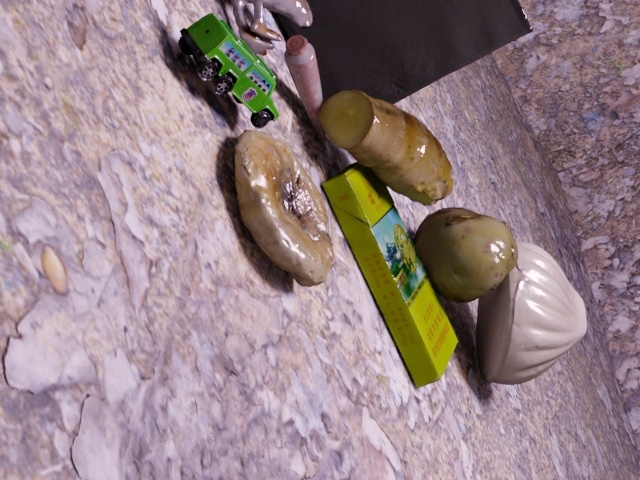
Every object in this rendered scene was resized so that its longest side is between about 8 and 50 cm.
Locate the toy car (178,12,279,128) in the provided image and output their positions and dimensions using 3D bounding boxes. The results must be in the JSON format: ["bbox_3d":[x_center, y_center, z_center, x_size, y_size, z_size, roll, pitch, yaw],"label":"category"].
[{"bbox_3d":[-0.101,-0.202,1.303,0.165,0.062,0.071,40,12,-51],"label":"toy car"}]

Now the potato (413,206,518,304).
[{"bbox_3d":[0.234,0.022,1.815,0.165,0.165,0.262,64,-5,-10],"label":"potato"}]

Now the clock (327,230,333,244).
[{"bbox_3d":[0.000,0.000,1.453,0.074,0.010,0.083,34,38,-58],"label":"clock"}]

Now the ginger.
[{"bbox_3d":[0.108,-0.142,1.638,0.263,0.109,0.116,28,84,-46],"label":"ginger"}]

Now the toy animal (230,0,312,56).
[{"bbox_3d":[-0.109,-0.407,1.460,0.284,0.225,0.302,2,77,-49],"label":"toy animal"}]

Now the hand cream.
[{"bbox_3d":[-0.015,-0.216,1.572,0.209,0.043,0.067,70,5,-58],"label":"hand cream"}]

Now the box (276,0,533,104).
[{"bbox_3d":[0.129,-0.374,1.729,0.251,0.345,0.204,61,14,-13],"label":"box"}]

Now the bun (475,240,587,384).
[{"bbox_3d":[0.382,0.131,1.918,0.263,0.175,0.263,-173,-90,-88],"label":"bun"}]

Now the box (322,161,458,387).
[{"bbox_3d":[0.111,0.040,1.653,0.335,0.047,0.187,64,20,-5],"label":"box"}]

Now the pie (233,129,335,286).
[{"bbox_3d":[-0.051,-0.048,1.312,0.185,0.052,0.218,43,28,-39],"label":"pie"}]
